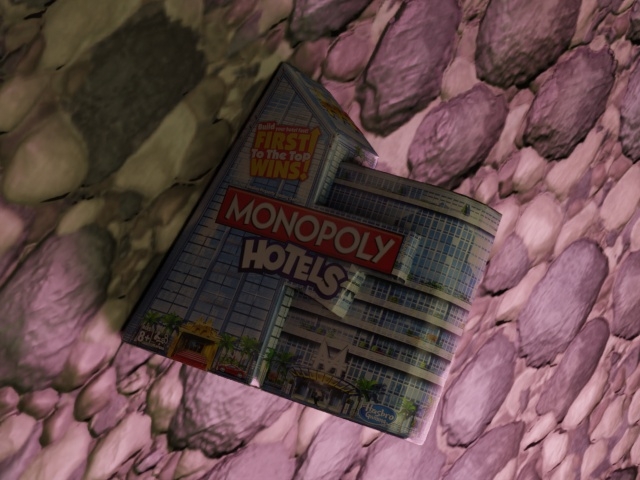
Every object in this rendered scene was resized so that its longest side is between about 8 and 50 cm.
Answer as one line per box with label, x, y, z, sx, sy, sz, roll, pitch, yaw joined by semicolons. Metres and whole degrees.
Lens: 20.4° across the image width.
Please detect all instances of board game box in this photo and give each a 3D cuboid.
board game box;0.000;0.000;1.066;0.060;0.194;0.194;26;81;-58
